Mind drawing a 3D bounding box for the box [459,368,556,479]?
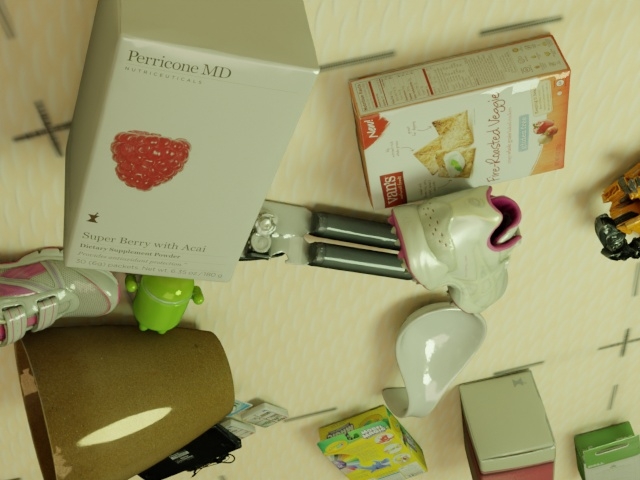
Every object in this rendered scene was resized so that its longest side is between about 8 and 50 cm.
[{"bbox_3d":[0.315,0.349,1.618,0.127,0.148,0.232,-13,140,2],"label":"box"}]

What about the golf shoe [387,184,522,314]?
[{"bbox_3d":[0.198,0.013,1.178,0.140,0.115,0.306,-26,159,19],"label":"golf shoe"}]

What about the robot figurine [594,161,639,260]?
[{"bbox_3d":[0.488,-0.035,1.259,0.291,0.085,0.211,22,130,-35],"label":"robot figurine"}]

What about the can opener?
[{"bbox_3d":[0.000,0.000,1.203,0.281,0.074,0.093,8,171,-20],"label":"can opener"}]

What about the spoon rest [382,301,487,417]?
[{"bbox_3d":[0.162,0.188,1.441,0.137,0.084,0.276,0,140,-15],"label":"spoon rest"}]

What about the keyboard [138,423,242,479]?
[{"bbox_3d":[-0.214,0.334,1.522,0.192,0.038,0.100,-25,127,23],"label":"keyboard"}]

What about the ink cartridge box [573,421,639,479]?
[{"bbox_3d":[0.542,0.402,1.807,0.109,0.062,0.209,-17,140,6],"label":"ink cartridge box"}]

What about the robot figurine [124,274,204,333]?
[{"bbox_3d":[-0.200,0.070,1.221,0.101,0.067,0.115,13,135,-16],"label":"robot figurine"}]

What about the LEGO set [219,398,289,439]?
[{"bbox_3d":[-0.188,0.270,1.493,0.183,0.060,0.244,-29,149,19],"label":"LEGO set"}]

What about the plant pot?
[{"bbox_3d":[-0.252,0.209,1.274,0.254,0.237,0.237,-12,143,-23],"label":"plant pot"}]

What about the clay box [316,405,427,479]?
[{"bbox_3d":[0.087,0.356,1.645,0.128,0.053,0.222,-22,138,12],"label":"clay box"}]

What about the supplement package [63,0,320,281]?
[{"bbox_3d":[-0.139,-0.121,0.926,0.178,0.175,0.293,7,137,-20],"label":"supplement package"}]

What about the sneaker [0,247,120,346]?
[{"bbox_3d":[-0.370,0.080,1.156,0.252,0.111,0.103,0,139,-14],"label":"sneaker"}]

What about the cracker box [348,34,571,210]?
[{"bbox_3d":[0.157,-0.128,1.077,0.232,0.067,0.155,-13,141,1],"label":"cracker box"}]
